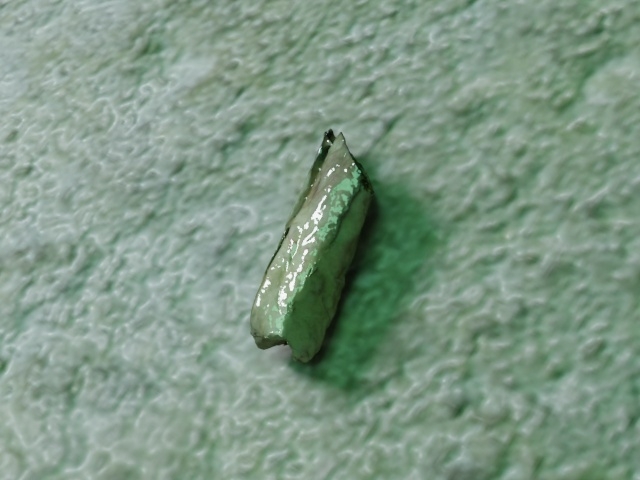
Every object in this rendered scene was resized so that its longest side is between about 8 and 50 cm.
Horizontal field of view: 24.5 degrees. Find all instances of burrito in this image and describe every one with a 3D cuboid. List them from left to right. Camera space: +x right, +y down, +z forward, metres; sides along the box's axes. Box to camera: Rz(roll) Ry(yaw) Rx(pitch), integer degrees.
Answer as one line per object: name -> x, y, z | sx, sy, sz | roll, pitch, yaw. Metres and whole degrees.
burrito -> 0.000, 0.000, 0.846 | 0.055, 0.041, 0.149 | 0, 60, 41
